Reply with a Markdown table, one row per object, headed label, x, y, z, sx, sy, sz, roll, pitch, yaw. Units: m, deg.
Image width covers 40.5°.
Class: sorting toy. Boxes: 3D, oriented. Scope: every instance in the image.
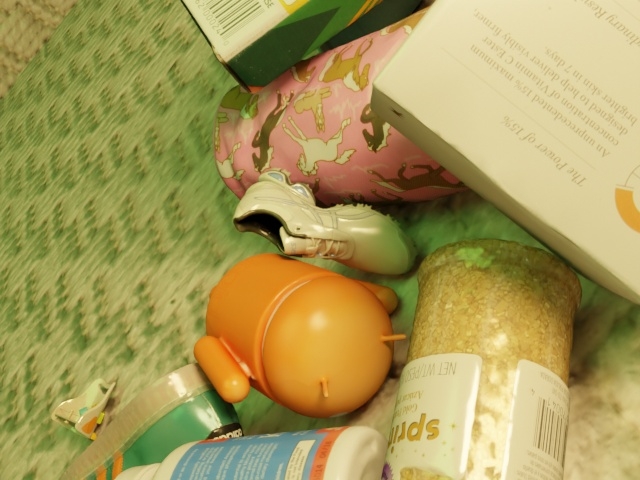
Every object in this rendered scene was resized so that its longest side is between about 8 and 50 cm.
| label | x | y | z | sx | sy | sz | roll | pitch | yaw |
| --- | --- | --- | --- | --- | --- | --- | --- | --- | --- |
| sorting toy | -0.289 | 0.208 | 1.095 | 0.083 | 0.045 | 0.075 | 0 | 53 | 53 |

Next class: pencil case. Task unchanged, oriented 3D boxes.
| label | x | y | z | sx | sy | sz | roll | pitch | yaw |
| --- | --- | --- | --- | --- | --- | --- | --- | --- | --- |
| pencil case | 0.051 | -0.120 | 0.842 | 0.386 | 0.160 | 0.167 | -11 | 47 | 49 |

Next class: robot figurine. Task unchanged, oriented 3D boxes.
| label | x | y | z | sx | sy | sz | roll | pitch | yaw |
| --- | --- | --- | --- | --- | --- | --- | --- | --- | --- |
| robot figurine | -0.022 | 0.084 | 0.777 | 0.219 | 0.158 | 0.128 | 16 | 90 | 56 |

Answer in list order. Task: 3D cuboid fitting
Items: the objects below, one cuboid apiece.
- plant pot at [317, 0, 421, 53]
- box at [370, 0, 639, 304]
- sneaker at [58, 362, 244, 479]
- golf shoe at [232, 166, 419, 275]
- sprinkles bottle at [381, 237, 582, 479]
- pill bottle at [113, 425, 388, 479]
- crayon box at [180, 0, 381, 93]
| label | x | y | z | sx | sy | sz | roll | pitch | yaw |
| --- | --- | --- | --- | --- | --- | --- | --- | --- | --- |
| plant pot | 0.036 | -0.371 | 1.006 | 0.255 | 0.272 | 0.271 | -42 | 34 | 8 |
| box | 0.219 | -0.162 | 0.562 | 0.345 | 0.215 | 0.168 | -51 | 1 | 5 |
| sneaker | -0.167 | 0.244 | 0.837 | 0.121 | 0.108 | 0.302 | 57 | 132 | 20 |
| golf shoe | 0.000 | 0.000 | 0.806 | 0.086 | 0.176 | 0.069 | -48 | -26 | -48 |
| sprinkles bottle | 0.093 | 0.175 | 0.552 | 0.121 | 0.121 | 0.355 | -17 | 47 | 44 |
| pill bottle | -0.055 | 0.211 | 0.659 | 0.222 | 0.124 | 0.124 | -11 | 50 | 26 |
| crayon box | 0.002 | -0.313 | 0.821 | 0.319 | 0.081 | 0.202 | -35 | 68 | 5 |
